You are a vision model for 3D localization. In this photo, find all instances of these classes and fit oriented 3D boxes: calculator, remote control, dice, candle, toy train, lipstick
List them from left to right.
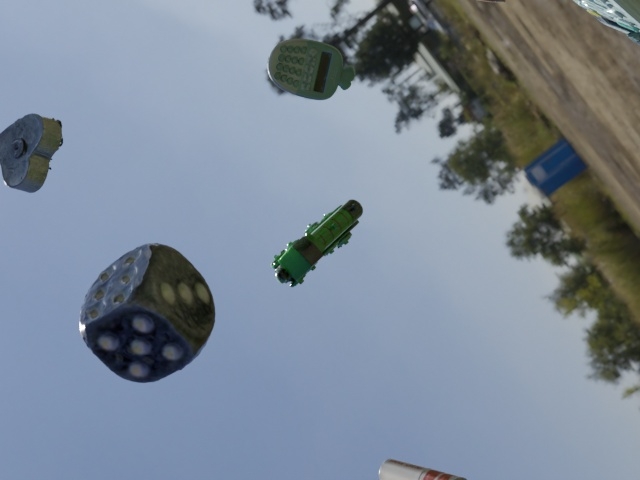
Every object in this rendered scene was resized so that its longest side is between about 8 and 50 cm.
[{"bbox_3d":[-0.706,-0.218,2.068,0.168,0.192,0.068,24,-178,35],"label":"candle"},{"bbox_3d":[-0.307,0.130,1.543,0.183,0.181,0.182,50,-158,-29],"label":"dice"},{"bbox_3d":[-0.015,-0.284,1.434,0.152,0.095,0.021,8,-168,-23],"label":"calculator"},{"bbox_3d":[0.000,0.000,1.733,0.085,0.119,0.251,46,-132,2],"label":"toy train"},{"bbox_3d":[0.131,0.308,1.097,0.038,0.038,0.130,46,153,-27],"label":"lipstick"},{"bbox_3d":[0.322,-0.278,0.966,0.103,0.051,0.293,36,-165,32],"label":"remote control"}]

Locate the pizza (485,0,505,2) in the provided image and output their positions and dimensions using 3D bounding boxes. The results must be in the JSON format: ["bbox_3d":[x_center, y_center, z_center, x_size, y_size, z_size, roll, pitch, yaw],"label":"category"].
[{"bbox_3d":[0.277,-0.523,1.649,0.201,0.053,0.193,27,-126,7],"label":"pizza"}]
